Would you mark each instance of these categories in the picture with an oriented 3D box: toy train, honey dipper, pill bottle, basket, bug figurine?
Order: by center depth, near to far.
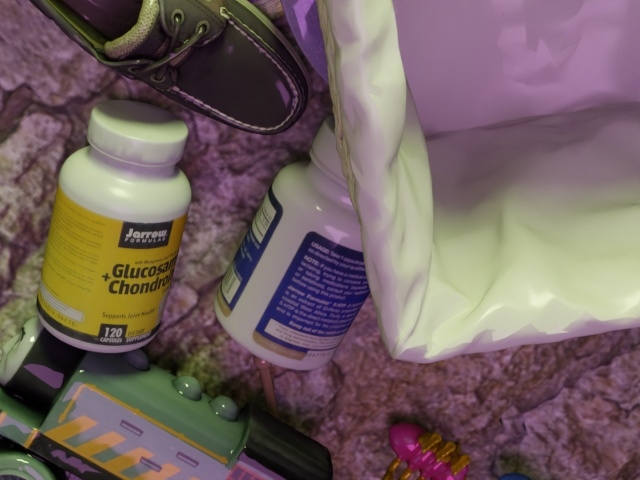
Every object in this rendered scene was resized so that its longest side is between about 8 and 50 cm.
[{"bbox_3d":[0.160,-0.151,0.665,0.331,0.266,0.328,-10,117,-2],"label":"basket"},{"bbox_3d":[-0.160,-0.012,0.906,0.103,0.103,0.184,12,116,-10],"label":"pill bottle"},{"bbox_3d":[0.000,0.000,0.921,0.112,0.112,0.187,22,114,-15],"label":"pill bottle"},{"bbox_3d":[-0.150,0.198,0.992,0.334,0.142,0.190,32,99,-8],"label":"toy train"},{"bbox_3d":[-0.042,0.171,1.052,0.030,0.030,0.161,-9,116,0],"label":"honey dipper"},{"bbox_3d":[0.101,0.277,1.096,0.216,0.072,0.279,43,112,-16],"label":"bug figurine"}]

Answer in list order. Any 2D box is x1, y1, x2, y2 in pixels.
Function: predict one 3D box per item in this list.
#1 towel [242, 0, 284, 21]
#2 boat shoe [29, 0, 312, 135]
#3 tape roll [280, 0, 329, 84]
[{"bbox_3d":[-0.042,-0.209,0.866,0.060,0.009,0.083,-26,117,8],"label":"towel"},{"bbox_3d":[-0.129,-0.161,0.835,0.285,0.092,0.103,37,112,-18],"label":"boat shoe"},{"bbox_3d":[0.100,-0.218,0.823,0.274,0.090,0.275,-3,116,-5],"label":"tape roll"}]
